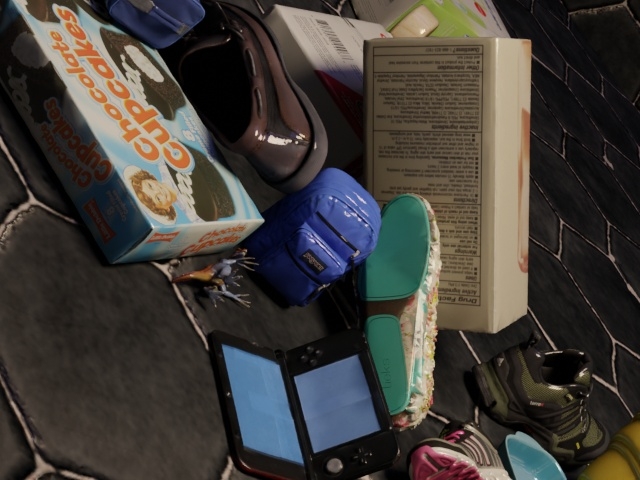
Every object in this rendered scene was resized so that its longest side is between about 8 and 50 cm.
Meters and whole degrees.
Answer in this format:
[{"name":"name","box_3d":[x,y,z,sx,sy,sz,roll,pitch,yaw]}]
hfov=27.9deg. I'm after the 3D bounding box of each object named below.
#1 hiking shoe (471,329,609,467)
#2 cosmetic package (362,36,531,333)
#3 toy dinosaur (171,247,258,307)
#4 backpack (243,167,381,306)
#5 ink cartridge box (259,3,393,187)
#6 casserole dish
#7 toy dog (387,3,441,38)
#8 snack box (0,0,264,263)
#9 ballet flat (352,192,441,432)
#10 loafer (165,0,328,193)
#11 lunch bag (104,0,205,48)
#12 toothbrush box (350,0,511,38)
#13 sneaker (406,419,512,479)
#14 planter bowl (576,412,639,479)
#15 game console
[{"name":"hiking shoe","box_3d":[0.280,0.184,1.474,0.227,0.114,0.086,32,31,-36]},{"name":"cosmetic package","box_3d":[0.133,-0.062,1.344,0.129,0.153,0.296,-14,107,-63]},{"name":"toy dinosaur","box_3d":[-0.089,0.024,1.154,0.090,0.047,0.082,28,13,-22]},{"name":"backpack","box_3d":[0.000,0.000,1.238,0.098,0.120,0.101,42,26,-21]},{"name":"ink cartridge box","box_3d":[0.027,-0.156,1.508,0.197,0.114,0.273,57,26,13]},{"name":"casserole dish","box_3d":[0.231,0.287,1.342,0.114,0.037,0.188,30,33,-40]},{"name":"toy dog","box_3d":[0.132,-0.208,1.774,0.220,0.161,0.333,56,10,17]},{"name":"snack box","box_3d":[-0.195,-0.129,1.152,0.322,0.060,0.187,57,24,12]},{"name":"ballet flat","box_3d":[0.077,0.075,1.262,0.077,0.091,0.241,46,48,-60]},{"name":"loafer","box_3d":[-0.094,-0.166,1.277,0.095,0.109,0.302,22,23,-44]},{"name":"lunch bag","box_3d":[-0.156,-0.225,1.201,0.098,0.067,0.065,29,31,-49]},{"name":"toothbrush box","box_3d":[0.176,-0.352,2.031,0.283,0.122,0.206,28,33,-44]},{"name":"sneaker","box_3d":[0.127,0.208,1.243,0.170,0.063,0.075,26,34,-52]},{"name":"planter bowl","box_3d":[0.327,0.299,1.379,0.217,0.090,0.217,170,-90,-85]},{"name":"game console","box_3d":[-0.013,0.130,1.087,0.085,0.124,0.144,64,7,-50]}]
